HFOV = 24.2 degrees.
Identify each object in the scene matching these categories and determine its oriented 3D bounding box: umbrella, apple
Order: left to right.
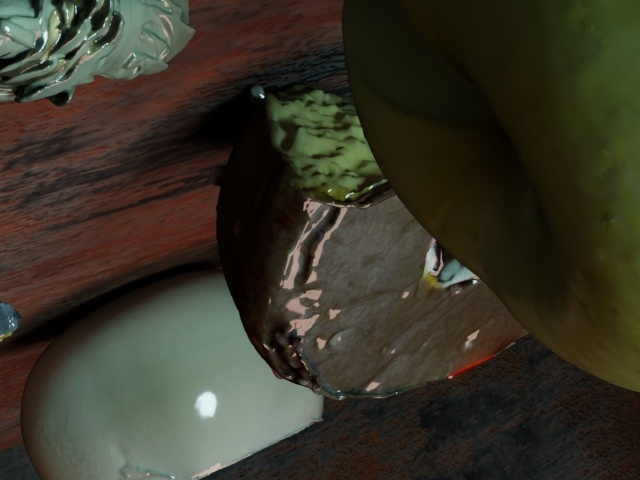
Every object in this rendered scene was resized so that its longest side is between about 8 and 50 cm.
[{"bbox_3d":[-0.096,-0.083,0.574,0.067,0.062,0.143,-4,-174,19],"label":"umbrella"},{"bbox_3d":[0.151,-0.087,0.576,0.254,0.292,0.292,-27,174,-14],"label":"apple"}]

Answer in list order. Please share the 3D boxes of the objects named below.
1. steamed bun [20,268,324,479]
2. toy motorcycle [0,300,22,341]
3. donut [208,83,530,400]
[{"bbox_3d":[-0.155,0.148,1.531,0.324,0.206,0.324,-25,175,-2],"label":"steamed bun"},{"bbox_3d":[-0.315,0.081,1.094,0.193,0.061,0.124,-15,179,-4],"label":"toy motorcycle"},{"bbox_3d":[0.079,-0.016,1.035,0.345,0.136,0.259,-19,144,-26],"label":"donut"}]
